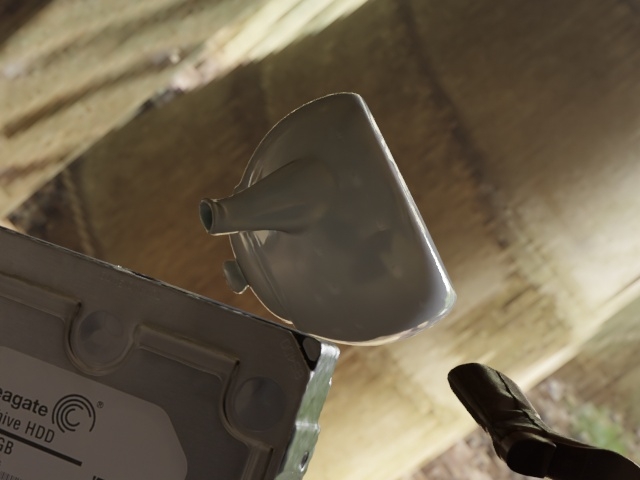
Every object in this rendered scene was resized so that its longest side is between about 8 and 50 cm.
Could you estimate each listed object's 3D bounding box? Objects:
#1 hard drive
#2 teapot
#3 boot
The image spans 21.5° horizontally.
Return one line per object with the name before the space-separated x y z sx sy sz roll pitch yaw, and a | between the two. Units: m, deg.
hard drive | -0.152 0.178 0.917 0.237 0.339 0.064 20 -3 16
teapot | 0.000 0.000 1.552 0.256 0.187 0.252 62 6 -23
boot | 0.136 0.116 1.018 0.106 0.037 0.114 25 10 -21
